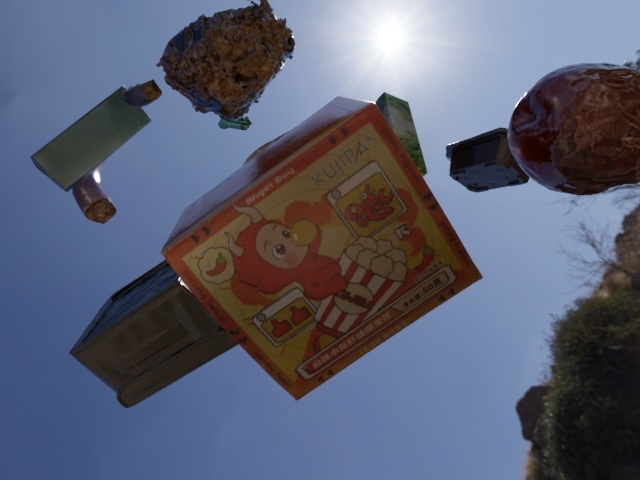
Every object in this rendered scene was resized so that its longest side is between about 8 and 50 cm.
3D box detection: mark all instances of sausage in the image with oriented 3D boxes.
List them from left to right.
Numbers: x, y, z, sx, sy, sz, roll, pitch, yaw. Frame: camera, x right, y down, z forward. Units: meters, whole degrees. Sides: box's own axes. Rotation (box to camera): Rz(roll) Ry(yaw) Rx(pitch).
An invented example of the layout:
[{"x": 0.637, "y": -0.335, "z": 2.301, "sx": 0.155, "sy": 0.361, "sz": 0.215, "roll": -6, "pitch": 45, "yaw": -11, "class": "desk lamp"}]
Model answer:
[{"x": -0.633, "y": -0.170, "z": 1.235, "sx": 0.103, "sy": 0.302, "sz": 0.076, "roll": -10, "pitch": -37, "yaw": -23, "class": "sausage"}]

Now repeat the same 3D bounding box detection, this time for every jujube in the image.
[{"x": 0.372, "y": -0.139, "z": 0.591, "sx": 0.237, "sy": 0.168, "sz": 0.168, "roll": 6, "pitch": -77, "yaw": -15, "class": "jujube"}]

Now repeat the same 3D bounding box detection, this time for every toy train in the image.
[{"x": -0.232, "y": -0.319, "z": 1.216, "sx": 0.029, "sy": 0.092, "sz": 0.045, "roll": 77, "pitch": -149, "yaw": -56, "class": "toy train"}]

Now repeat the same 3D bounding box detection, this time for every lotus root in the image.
[{"x": -0.319, "y": -0.256, "z": 0.794, "sx": 0.030, "sy": 0.083, "sz": 0.037, "roll": -55, "pitch": -49, "yaw": -42, "class": "lotus root"}]

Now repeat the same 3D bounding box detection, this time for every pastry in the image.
[{"x": -0.173, "y": -0.345, "z": 0.892, "sx": 0.275, "sy": 0.275, "sz": 0.192, "roll": -30, "pitch": -72, "yaw": -23, "class": "pastry"}]

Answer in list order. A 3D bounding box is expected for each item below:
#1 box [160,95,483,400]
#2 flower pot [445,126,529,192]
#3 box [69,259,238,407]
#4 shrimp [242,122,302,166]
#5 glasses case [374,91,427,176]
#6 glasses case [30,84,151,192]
[{"x": 0.000, "y": 0.000, "z": 0.589, "sx": 0.284, "sy": 0.214, "sz": 0.259, "roll": -35, "pitch": -71, "yaw": 5, "class": "box"}, {"x": 0.448, "y": -0.195, "z": 1.183, "sx": 0.179, "sy": 0.251, "sz": 0.084, "roll": 27, "pitch": -106, "yaw": -25, "class": "flower pot"}, {"x": -0.376, "y": 0.191, "z": 1.098, "sx": 0.345, "sy": 0.251, "sz": 0.204, "roll": -32, "pitch": -68, "yaw": 12, "class": "box"}, {"x": -0.044, "y": -0.144, "z": 0.828, "sx": 0.219, "sy": 0.046, "sz": 0.152, "roll": -36, "pitch": -34, "yaw": 1, "class": "shrimp"}, {"x": 0.220, "y": -0.291, "z": 1.258, "sx": 0.095, "sy": 0.062, "sz": 0.272, "roll": 13, "pitch": -125, "yaw": -28, "class": "glasses case"}, {"x": -0.533, "y": -0.240, "z": 1.051, "sx": 0.266, "sy": 0.056, "sz": 0.105, "roll": -51, "pitch": -54, "yaw": -24, "class": "glasses case"}]
